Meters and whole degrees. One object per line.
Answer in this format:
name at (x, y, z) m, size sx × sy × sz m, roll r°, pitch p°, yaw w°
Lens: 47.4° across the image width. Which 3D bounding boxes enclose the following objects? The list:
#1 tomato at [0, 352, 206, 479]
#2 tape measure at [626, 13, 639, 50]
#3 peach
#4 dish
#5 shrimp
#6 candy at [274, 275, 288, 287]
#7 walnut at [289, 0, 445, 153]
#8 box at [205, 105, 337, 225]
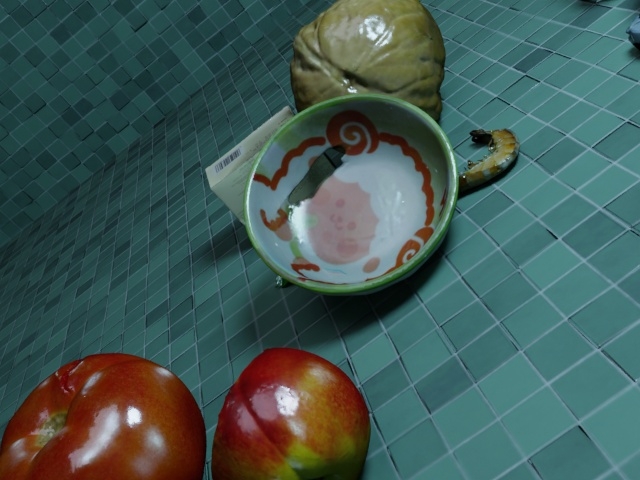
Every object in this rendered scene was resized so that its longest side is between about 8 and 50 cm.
tomato at (-0.276, 0.299, 0.938) m, size 0.298 × 0.226 × 0.299 m, roll -25°, pitch 36°, yaw 19°
tape measure at (0.506, -0.321, 1.076) m, size 0.094 × 0.054 × 0.091 m, roll -44°, pitch 20°, yaw -13°
peach at (-0.043, 0.209, 0.817) m, size 0.190 × 0.190 × 0.192 m, roll -44°, pitch 45°, yaw -9°
dish at (0.054, -0.053, 1.105) m, size 0.324 × 0.124 × 0.324 m, roll -7°, pitch 64°, yaw 15°
shrimp at (0.223, -0.124, 1.158) m, size 0.195 × 0.035 × 0.148 m, roll -22°, pitch 32°, yaw 24°
candy at (-0.002, -0.004, 1.223) m, size 0.203 × 0.078 × 0.141 m, roll -17°, pitch 35°, yaw 45°
walnut at (0.091, -0.307, 1.344) m, size 0.332 × 0.333 × 0.333 m, roll -31°, pitch 27°, yaw 18°
box at (-0.089, -0.127, 1.423) m, size 0.212 × 0.168 × 0.095 m, roll -37°, pitch 31°, yaw 6°
